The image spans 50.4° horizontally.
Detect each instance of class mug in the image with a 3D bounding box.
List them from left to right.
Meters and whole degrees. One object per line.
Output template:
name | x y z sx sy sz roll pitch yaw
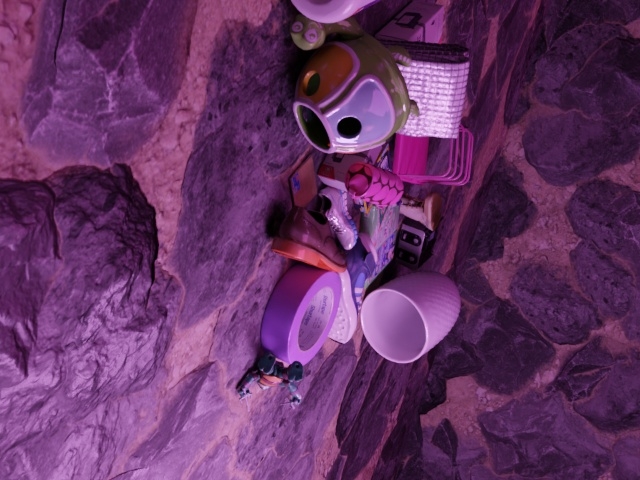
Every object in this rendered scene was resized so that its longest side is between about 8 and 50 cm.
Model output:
mug | 0.319 0.269 2.463 0.328 0.276 0.374 -24 168 -47

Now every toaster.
toaster | 0.362 -0.003 2.519 0.186 0.110 0.168 -34 139 -52

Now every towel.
towel | 0.227 -0.389 1.741 0.235 0.284 0.121 90 9 -45

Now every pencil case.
pencil case | 0.133 -0.134 1.692 0.098 0.095 0.209 -53 154 14

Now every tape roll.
tape roll | -0.048 0.197 1.837 0.275 0.090 0.274 -45 145 -43

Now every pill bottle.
pill bottle | 0.075 -0.565 1.375 0.323 0.182 0.181 -43 145 -46

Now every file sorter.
file sorter | 0.368 -0.283 2.174 0.291 0.182 0.202 0 95 -65

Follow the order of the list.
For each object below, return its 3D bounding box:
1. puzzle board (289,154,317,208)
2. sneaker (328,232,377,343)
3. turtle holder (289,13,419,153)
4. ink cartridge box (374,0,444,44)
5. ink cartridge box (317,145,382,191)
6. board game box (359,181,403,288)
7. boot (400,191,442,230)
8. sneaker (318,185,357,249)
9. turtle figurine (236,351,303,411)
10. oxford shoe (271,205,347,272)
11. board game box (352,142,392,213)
puzzle board | -0.043 -0.135 1.679 0.096 0.011 0.128 -51 150 -33
sneaker | 0.103 0.131 2.051 0.236 0.130 0.322 -41 138 -40
turtle holder | 0.061 -0.329 1.469 0.227 0.243 0.320 -40 156 -19
ink cartridge box | 0.242 -0.524 1.860 0.237 0.100 0.171 -49 149 -38
ink cartridge box | 0.076 -0.207 1.751 0.150 0.109 0.063 -64 153 -12
board game box | 0.191 -0.026 2.220 0.213 0.046 0.317 -40 143 -47
boot | 0.316 -0.120 2.261 0.077 0.165 0.213 -56 160 -14
sneaker | 0.036 -0.058 1.808 0.083 0.071 0.190 -29 106 -39
turtle figurine | -0.129 0.363 1.764 0.234 0.175 0.118 121 -32 -55
oxford shoe | 0.000 0.000 1.728 0.364 0.130 0.132 25 82 -70
board game box | 0.149 -0.188 1.999 0.170 0.048 0.141 -58 156 -25
